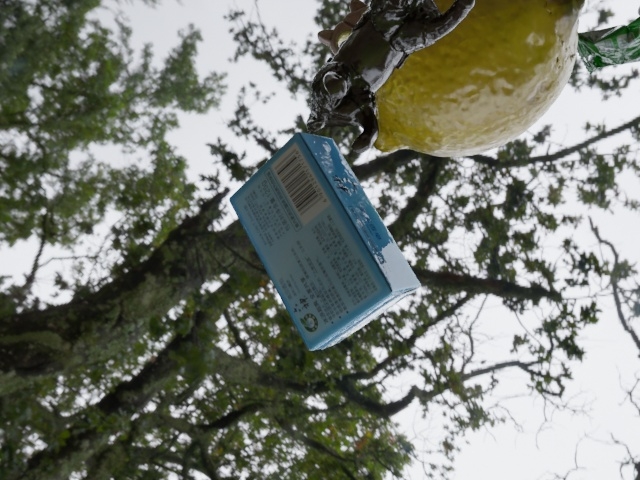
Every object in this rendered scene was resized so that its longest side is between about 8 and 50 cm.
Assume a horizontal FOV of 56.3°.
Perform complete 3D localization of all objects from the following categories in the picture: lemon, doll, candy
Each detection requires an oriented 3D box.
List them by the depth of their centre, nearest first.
[{"bbox_3d":[0.035,-0.136,0.455,0.139,0.057,0.165,-54,-163,10],"label":"doll"},{"bbox_3d":[0.151,-0.207,0.672,0.253,0.228,0.228,-28,-136,13],"label":"lemon"},{"bbox_3d":[0.601,-0.387,1.160,0.203,0.141,0.078,-9,-100,44],"label":"candy"}]

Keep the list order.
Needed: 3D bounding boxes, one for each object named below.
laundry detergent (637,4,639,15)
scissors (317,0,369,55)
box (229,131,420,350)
[{"bbox_3d":[0.540,-0.400,0.830,0.137,0.211,0.063,-19,-122,-43],"label":"laundry detergent"},{"bbox_3d":[0.143,-0.276,0.929,0.317,0.024,0.160,37,-105,20],"label":"scissors"},{"bbox_3d":[0.000,0.000,0.746,0.142,0.083,0.232,-39,-107,29],"label":"box"}]
